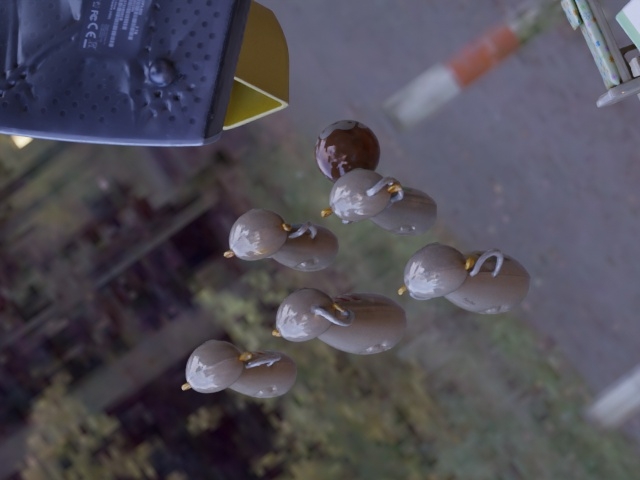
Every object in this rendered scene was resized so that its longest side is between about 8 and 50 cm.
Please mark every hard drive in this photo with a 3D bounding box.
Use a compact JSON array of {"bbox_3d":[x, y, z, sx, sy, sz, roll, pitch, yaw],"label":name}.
[{"bbox_3d":[-0.155,-0.139,1.073,0.254,0.172,0.054,9,172,21],"label":"hard drive"}]

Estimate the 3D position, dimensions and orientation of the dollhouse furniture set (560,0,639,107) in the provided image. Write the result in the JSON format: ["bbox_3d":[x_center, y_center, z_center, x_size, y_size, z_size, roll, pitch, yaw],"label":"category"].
[{"bbox_3d":[0.253,-0.213,1.692,0.161,0.101,0.182,54,-167,-85],"label":"dollhouse furniture set"}]

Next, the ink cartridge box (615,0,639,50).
[{"bbox_3d":[0.347,-0.176,1.399,0.056,0.235,0.171,-11,-118,-48],"label":"ink cartridge box"}]

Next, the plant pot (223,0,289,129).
[{"bbox_3d":[-0.074,-0.147,1.492,0.081,0.083,0.081,25,152,-36],"label":"plant pot"}]

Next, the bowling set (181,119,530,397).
[{"bbox_3d":[0.000,0.000,1.490,0.154,0.287,0.200,12,-124,-60],"label":"bowling set"}]
